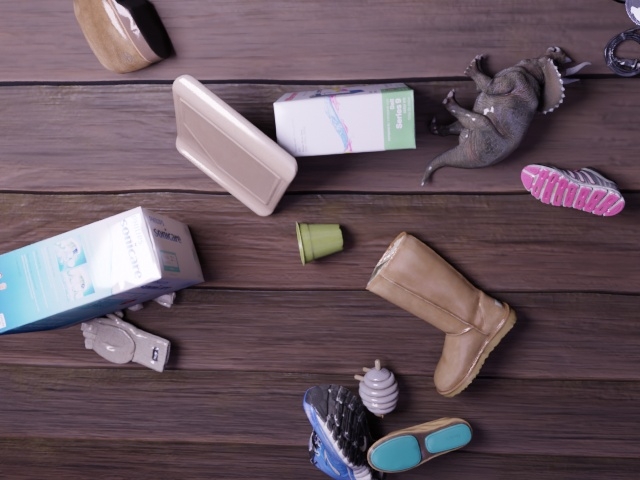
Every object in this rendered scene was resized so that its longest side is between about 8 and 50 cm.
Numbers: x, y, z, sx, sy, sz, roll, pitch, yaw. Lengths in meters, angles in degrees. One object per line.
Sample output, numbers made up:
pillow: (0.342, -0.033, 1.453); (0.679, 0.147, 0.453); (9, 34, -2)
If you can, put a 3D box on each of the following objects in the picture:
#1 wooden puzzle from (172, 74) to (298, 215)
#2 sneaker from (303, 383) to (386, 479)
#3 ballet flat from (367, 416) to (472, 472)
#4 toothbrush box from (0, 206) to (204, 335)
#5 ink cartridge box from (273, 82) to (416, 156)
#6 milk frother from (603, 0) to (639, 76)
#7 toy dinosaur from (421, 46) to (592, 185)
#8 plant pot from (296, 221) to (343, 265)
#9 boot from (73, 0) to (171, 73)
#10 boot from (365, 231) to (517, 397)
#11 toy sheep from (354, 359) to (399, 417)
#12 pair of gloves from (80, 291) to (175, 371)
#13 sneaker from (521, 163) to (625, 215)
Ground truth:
wooden puzzle: (-0.144, -0.147, 0.854); (0.221, 0.239, 0.044); (38, 69, -4)
sneaker: (0.027, 0.420, 1.071); (0.147, 0.129, 0.330); (-7, 127, 25)
ballet flat: (0.201, 0.423, 1.080); (0.232, 0.073, 0.080); (-8, 89, -12)
toothbrush box: (-0.385, 0.058, 0.905); (0.296, 0.216, 0.126); (-20, 82, 2)
ink cartridge box: (0.040, -0.197, 0.841); (0.213, 0.154, 0.093); (-5, 110, 6)
milk frother: (0.487, -0.321, 0.771); (0.129, 0.135, 0.143); (13, 111, 40)
toy dinosaur: (0.279, -0.199, 0.845); (0.160, 0.121, 0.313); (36, 105, 5)
plant pot: (0.000, 0.000, 0.966); (0.079, 0.083, 0.083); (-9, 110, -5)
boot: (-0.365, -0.415, 0.820); (0.115, 0.112, 0.305); (-16, 111, 21)
boot: (0.204, 0.146, 1.002); (0.270, 0.089, 0.236); (32, 99, -8)
toy sheep: (0.118, 0.304, 1.065); (0.091, 0.091, 0.132); (-6, 111, 6)
pair of gloves: (-0.394, 0.139, 1.058); (0.204, 0.042, 0.240); (10, 105, 7)
sneaker: (0.439, -0.098, 0.905); (0.170, 0.075, 0.063); (21, 131, 19)
